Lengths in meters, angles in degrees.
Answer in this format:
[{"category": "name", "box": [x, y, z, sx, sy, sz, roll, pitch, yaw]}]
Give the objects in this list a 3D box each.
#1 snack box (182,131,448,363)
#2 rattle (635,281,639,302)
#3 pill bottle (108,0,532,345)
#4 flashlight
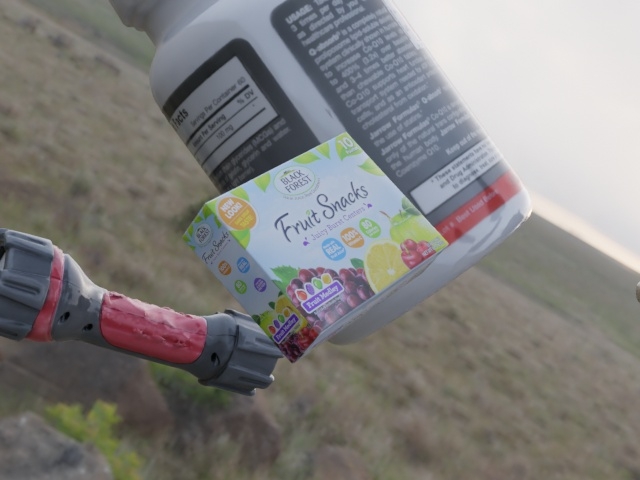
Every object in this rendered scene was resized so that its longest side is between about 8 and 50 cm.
[{"category": "snack box", "box": [0.000, 0.000, 0.800, 0.100, 0.037, 0.141, 47, 41, 10]}, {"category": "rattle", "box": [0.477, 0.112, 1.602, 0.130, 0.142, 0.200, -3, 17, -41]}, {"category": "pill bottle", "box": [-0.008, -0.113, 1.097, 0.363, 0.210, 0.210, 55, 6, 0]}, {"category": "flashlight", "box": [-0.178, 0.075, 1.280, 0.304, 0.103, 0.103, 19, 21, -27]}]
